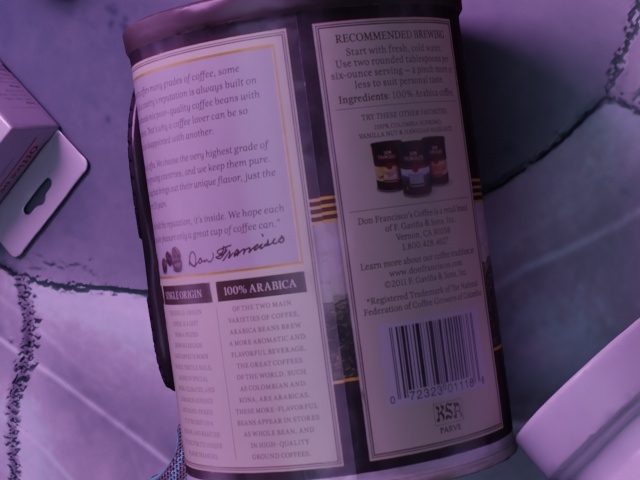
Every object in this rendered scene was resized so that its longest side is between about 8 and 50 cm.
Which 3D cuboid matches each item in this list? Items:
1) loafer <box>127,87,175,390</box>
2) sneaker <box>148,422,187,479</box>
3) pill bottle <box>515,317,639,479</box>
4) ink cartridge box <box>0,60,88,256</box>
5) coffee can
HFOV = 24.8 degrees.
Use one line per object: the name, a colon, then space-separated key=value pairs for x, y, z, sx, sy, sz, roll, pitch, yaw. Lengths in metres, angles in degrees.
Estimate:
loafer: x=-0.085 y=-0.011 z=0.987 sx=0.078 sy=0.080 sz=0.220 roll=-8 pitch=89 yaw=-7
sneaker: x=-0.095 y=0.196 z=1.013 sx=0.076 sy=0.065 sz=0.166 roll=37 pitch=105 yaw=36
pill bottle: x=0.240 y=0.165 z=0.792 sx=0.264 sy=0.153 sz=0.153 roll=47 pitch=111 yaw=16
ink cartridge box: x=-0.267 y=-0.081 z=1.066 sx=0.180 sy=0.060 sz=0.104 roll=46 pitch=110 yaw=16
coffee can: x=0.000 y=0.000 z=0.867 sx=0.202 sy=0.201 sz=0.275 roll=-7 pitch=91 yaw=26
